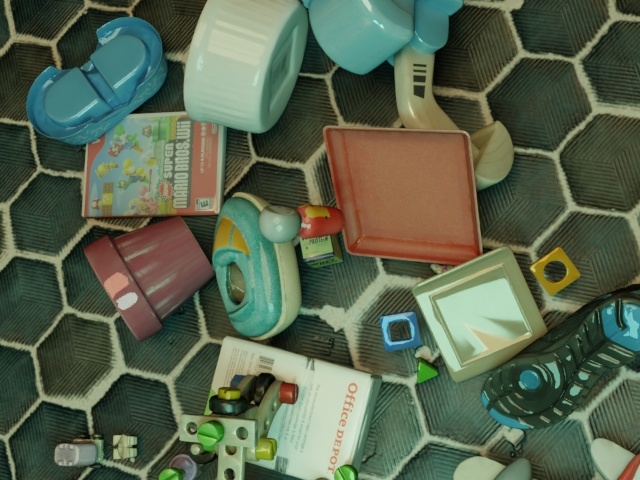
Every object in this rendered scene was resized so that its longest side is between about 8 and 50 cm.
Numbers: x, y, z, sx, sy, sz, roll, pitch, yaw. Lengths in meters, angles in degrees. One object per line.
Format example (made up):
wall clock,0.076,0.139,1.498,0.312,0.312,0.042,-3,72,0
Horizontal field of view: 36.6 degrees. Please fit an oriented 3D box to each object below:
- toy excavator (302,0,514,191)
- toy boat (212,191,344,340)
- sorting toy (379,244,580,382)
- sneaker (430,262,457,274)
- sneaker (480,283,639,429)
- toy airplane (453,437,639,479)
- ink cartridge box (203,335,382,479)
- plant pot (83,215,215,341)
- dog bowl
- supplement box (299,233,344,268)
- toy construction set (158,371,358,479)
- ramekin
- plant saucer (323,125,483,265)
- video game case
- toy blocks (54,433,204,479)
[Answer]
toy excavator,0.136,-0.331,1.646,0.222,0.432,0.445,-25,55,54
toy boat,-0.098,0.017,1.652,0.318,0.148,0.268,-37,64,49
sorting toy,0.274,0.123,1.642,0.347,0.047,0.196,-24,100,9
sneaker,0.246,0.045,1.684,0.098,0.038,0.069,28,87,7
sneaker,0.408,0.192,1.564,0.341,0.139,0.125,-40,86,32
toy airplane,0.419,0.472,1.441,0.386,0.272,0.385,-20,68,16
ink cartridge box,-0.050,0.294,1.675,0.272,0.115,0.199,13,85,16
plant pot,-0.300,0.054,1.748,0.180,0.201,0.201,-31,74,-8
dog bowl,-0.424,-0.301,1.874,0.297,0.074,0.166,-38,67,-1
supplement box,0.000,0.000,1.727,0.056,0.083,0.083,-14,78,12
toy construction set,-0.098,0.354,1.495,0.308,0.237,0.258,29,92,16
ramekin,-0.124,-0.325,1.721,0.135,0.277,0.277,19,86,9
plant saucer,0.148,-0.084,1.642,0.259,0.048,0.259,6,125,27
video game case,-0.320,-0.146,1.864,0.285,0.025,0.204,-1,81,14
toy blocks,-0.359,0.489,1.646,0.288,0.260,0.309,-3,80,14
